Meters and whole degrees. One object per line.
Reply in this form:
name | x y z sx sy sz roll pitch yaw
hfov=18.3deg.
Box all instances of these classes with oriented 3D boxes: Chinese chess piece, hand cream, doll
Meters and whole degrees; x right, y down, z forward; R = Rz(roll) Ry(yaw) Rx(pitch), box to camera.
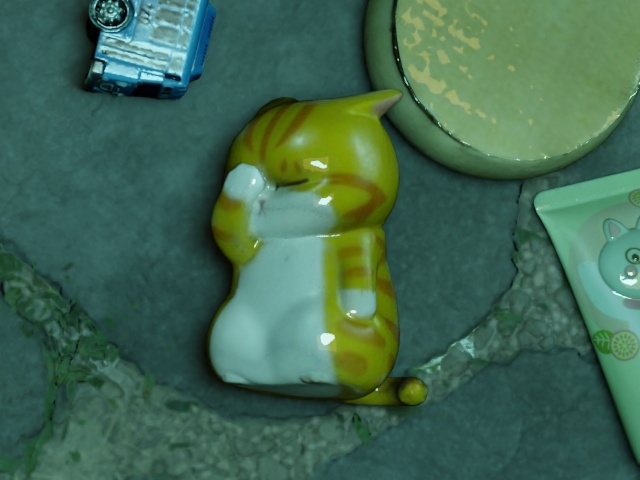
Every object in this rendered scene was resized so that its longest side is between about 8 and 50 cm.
Chinese chess piece | 0.161 -0.176 1.714 0.249 0.103 0.250 1 86 -10
hand cream | 0.295 0.088 1.734 0.147 0.093 0.306 -14 79 -9
doll | -0.008 0.011 1.649 0.166 0.162 0.270 0 93 27

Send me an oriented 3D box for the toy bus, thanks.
toy bus | -0.139 -0.209 1.676 0.106 0.090 0.185 14 84 -10
